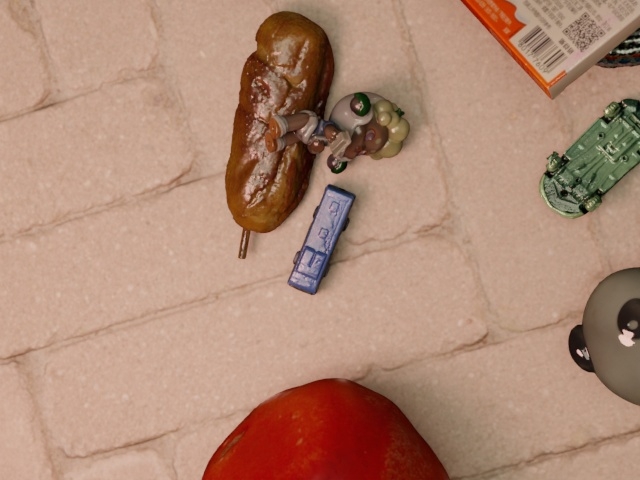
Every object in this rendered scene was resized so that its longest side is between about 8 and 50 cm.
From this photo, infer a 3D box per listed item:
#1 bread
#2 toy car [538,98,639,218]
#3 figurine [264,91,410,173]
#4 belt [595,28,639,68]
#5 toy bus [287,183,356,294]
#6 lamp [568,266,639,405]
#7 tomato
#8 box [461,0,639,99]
[{"bbox_3d":[-0.066,-0.140,1.980,0.124,0.084,0.344,14,94,9],"label":"bread"},{"bbox_3d":[0.364,-0.106,1.912,0.186,0.058,0.093,-44,83,-3],"label":"toy car"},{"bbox_3d":[0.026,-0.142,1.927,0.197,0.147,0.093,-18,60,-29],"label":"figurine"},{"bbox_3d":[0.356,-0.330,1.861,0.257,0.150,0.207,16,89,13],"label":"belt"},{"bbox_3d":[0.000,0.000,1.982,0.051,0.061,0.153,23,94,4],"label":"toy bus"},{"bbox_3d":[0.442,0.094,1.846,0.198,0.198,0.244,29,87,9],"label":"lamp"},{"bbox_3d":[0.004,0.354,1.874,0.325,0.290,0.293,-34,106,7],"label":"tomato"},{"bbox_3d":[0.296,-0.353,1.778,0.265,0.048,0.273,-38,69,2],"label":"box"}]
